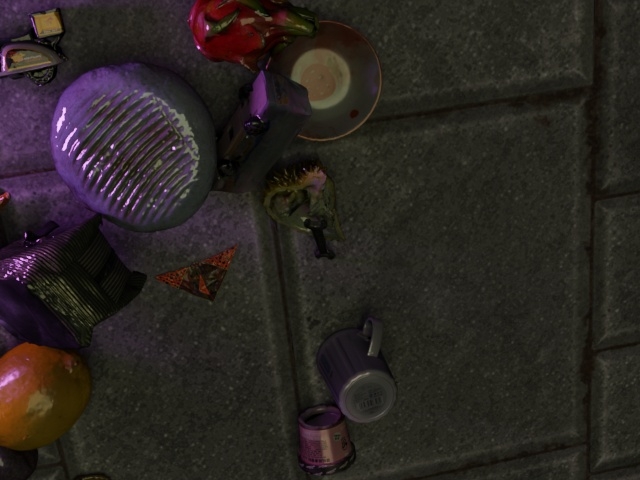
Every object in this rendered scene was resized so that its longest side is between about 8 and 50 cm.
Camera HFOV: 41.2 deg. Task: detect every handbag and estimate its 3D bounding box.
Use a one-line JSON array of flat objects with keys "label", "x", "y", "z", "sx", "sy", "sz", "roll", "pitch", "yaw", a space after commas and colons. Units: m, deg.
[{"label": "handbag", "x": -0.544, "y": 0.084, "z": 1.777, "sx": 0.240, "sy": 0.340, "sz": 0.247, "roll": -52, "pitch": 122, "yaw": -34}]

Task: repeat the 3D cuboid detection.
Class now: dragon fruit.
[{"label": "dragon fruit", "x": -0.137, "y": -0.435, "z": 1.734, "sx": 0.269, "sy": 0.200, "sz": 0.199, "roll": 7, "pitch": 93, "yaw": -2}]

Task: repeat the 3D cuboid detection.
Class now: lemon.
[{"label": "lemon", "x": -0.648, "y": 0.349, "z": 1.935, "sx": 0.263, "sy": 0.236, "sz": 0.236, "roll": -23, "pitch": 114, "yaw": -9}]

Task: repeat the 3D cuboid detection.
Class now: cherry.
[{"label": "cherry", "x": -0.769, "y": 0.518, "z": 2.024, "sx": 0.176, "sy": 0.140, "sz": 0.176, "roll": -6, "pitch": 127, "yaw": -8}]

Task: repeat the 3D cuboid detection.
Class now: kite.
[{"label": "kite", "x": -0.277, "y": 0.098, "z": 2.033, "sx": 0.222, "sy": 0.008, "sz": 0.125, "roll": -22, "pitch": 116, "yaw": -2}]

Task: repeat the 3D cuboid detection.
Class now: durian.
[{"label": "durian", "x": -0.034, "y": -0.093, "z": 1.888, "sx": 0.172, "sy": 0.166, "sz": 0.306, "roll": -30, "pitch": 157, "yaw": -13}]

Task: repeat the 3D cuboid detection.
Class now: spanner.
[{"label": "spanner", "x": 0.000, "y": 0.000, "z": 1.953, "sx": 0.054, "sy": 0.254, "sz": 0.015, "roll": -3, "pitch": 70, "yaw": 6}]

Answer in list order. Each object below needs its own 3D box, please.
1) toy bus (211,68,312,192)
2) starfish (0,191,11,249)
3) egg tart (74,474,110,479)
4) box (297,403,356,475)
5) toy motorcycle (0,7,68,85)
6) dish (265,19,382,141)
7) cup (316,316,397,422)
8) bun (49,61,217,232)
[{"label": "toy bus", "x": -0.136, "y": -0.219, "z": 1.796, "sx": 0.137, "sy": 0.113, "sz": 0.317, "roll": 7, "pitch": 148, "yaw": -30}, {"label": "starfish", "x": -0.744, "y": 0.084, "z": 1.888, "sx": 0.301, "sy": 0.084, "sz": 0.294, "roll": -30, "pitch": 114, "yaw": -6}, {"label": "egg tart", "x": -0.582, "y": 0.656, "z": 2.164, "sx": 0.130, "sy": 0.052, "sz": 0.131, "roll": -5, "pitch": 114, "yaw": -12}, {"label": "box", "x": 0.010, "y": 0.502, "z": 2.176, "sx": 0.151, "sy": 0.151, "sz": 0.135, "roll": -9, "pitch": 104, "yaw": -8}, {"label": "toy motorcycle", "x": -0.645, "y": -0.378, "z": 1.729, "sx": 0.262, "sy": 0.091, "sz": 0.157, "roll": -13, "pitch": 105, "yaw": -8}, {"label": "dish", "x": 0.000, "y": -0.354, "z": 1.869, "sx": 0.260, "sy": 0.085, "sz": 0.260, "roll": -3, "pitch": 110, "yaw": -9}, {"label": "cup", "x": 0.089, "y": 0.311, "z": 2.082, "sx": 0.166, "sy": 0.202, "sz": 0.221, "roll": -13, "pitch": 114, "yaw": -9}, {"label": "bun", "x": -0.377, "y": -0.195, "z": 1.776, "sx": 0.361, "sy": 0.211, "sz": 0.362, "roll": 0, "pitch": 103, "yaw": 2}]
